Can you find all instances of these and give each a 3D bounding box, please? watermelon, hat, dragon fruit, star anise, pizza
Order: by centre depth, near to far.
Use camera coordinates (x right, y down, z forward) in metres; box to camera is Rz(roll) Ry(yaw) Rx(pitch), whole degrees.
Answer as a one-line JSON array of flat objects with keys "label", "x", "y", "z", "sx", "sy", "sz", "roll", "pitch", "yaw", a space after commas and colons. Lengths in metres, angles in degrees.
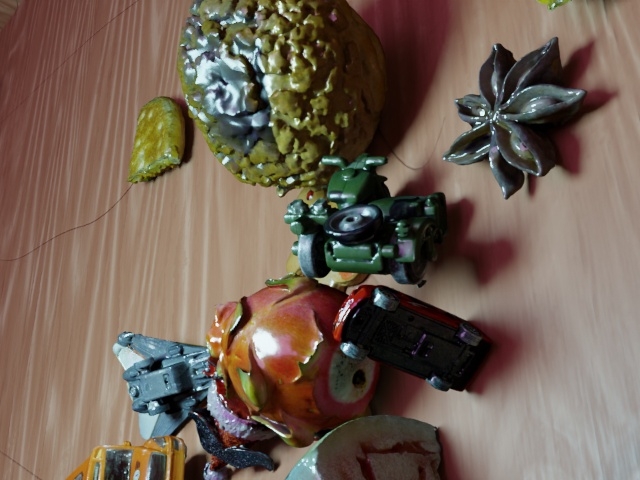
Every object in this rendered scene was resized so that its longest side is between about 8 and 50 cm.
[{"label": "watermelon", "x": 0.047, "y": 0.348, "z": 1.247, "sx": 0.201, "sy": 0.213, "sz": 0.261, "roll": 38, "pitch": 110, "yaw": 41}, {"label": "star anise", "x": 0.238, "y": -0.158, "z": 1.344, "sx": 0.212, "sy": 0.073, "sz": 0.197, "roll": 43, "pitch": 112, "yaw": 55}, {"label": "dragon fruit", "x": -0.033, "y": 0.152, "z": 1.444, "sx": 0.227, "sy": 0.224, "sz": 0.224, "roll": 6, "pitch": 76, "yaw": 53}, {"label": "hat", "x": -0.135, "y": 0.278, "z": 1.616, "sx": 0.129, "sy": 0.140, "sz": 0.227, "roll": -95, "pitch": 26, "yaw": -53}, {"label": "pizza", "x": -0.335, "y": -0.194, "z": 2.275, "sx": 0.197, "sy": 0.058, "sz": 0.292, "roll": -62, "pitch": 30, "yaw": 13}]

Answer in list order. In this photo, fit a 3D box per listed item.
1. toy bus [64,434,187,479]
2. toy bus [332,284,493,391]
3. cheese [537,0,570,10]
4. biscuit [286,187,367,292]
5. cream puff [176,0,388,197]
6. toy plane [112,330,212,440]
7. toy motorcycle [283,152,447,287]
[{"label": "toy bus", "x": -0.334, "y": 0.422, "z": 1.776, "sx": 0.329, "sy": 0.153, "sz": 0.143, "roll": -42, "pitch": 37, "yaw": 44}, {"label": "toy bus", "x": 0.099, "y": 0.103, "z": 1.276, "sx": 0.081, "sy": 0.195, "sz": 0.089, "roll": -60, "pitch": 28, "yaw": 13}, {"label": "cheese", "x": 0.324, "y": -0.381, "z": 1.361, "sx": 0.156, "sy": 0.064, "sz": 0.250, "roll": -22, "pitch": 44, "yaw": 49}, {"label": "biscuit", "x": -0.001, "y": 0.000, "z": 1.653, "sx": 0.165, "sy": 0.036, "sz": 0.250, "roll": -50, "pitch": 35, "yaw": 25}, {"label": "cream puff", "x": -0.072, "y": -0.223, "z": 1.615, "sx": 0.231, "sy": 0.327, "sz": 0.343, "roll": -35, "pitch": -19, "yaw": -53}, {"label": "toy plane", "x": -0.216, "y": 0.219, "z": 1.789, "sx": 0.316, "sy": 0.103, "sz": 0.204, "roll": -21, "pitch": 87, "yaw": 47}, {"label": "toy motorcycle", "x": 0.073, "y": -0.029, "z": 1.410, "sx": 0.205, "sy": 0.275, "sz": 0.127, "roll": 1, "pitch": 112, "yaw": 29}]
